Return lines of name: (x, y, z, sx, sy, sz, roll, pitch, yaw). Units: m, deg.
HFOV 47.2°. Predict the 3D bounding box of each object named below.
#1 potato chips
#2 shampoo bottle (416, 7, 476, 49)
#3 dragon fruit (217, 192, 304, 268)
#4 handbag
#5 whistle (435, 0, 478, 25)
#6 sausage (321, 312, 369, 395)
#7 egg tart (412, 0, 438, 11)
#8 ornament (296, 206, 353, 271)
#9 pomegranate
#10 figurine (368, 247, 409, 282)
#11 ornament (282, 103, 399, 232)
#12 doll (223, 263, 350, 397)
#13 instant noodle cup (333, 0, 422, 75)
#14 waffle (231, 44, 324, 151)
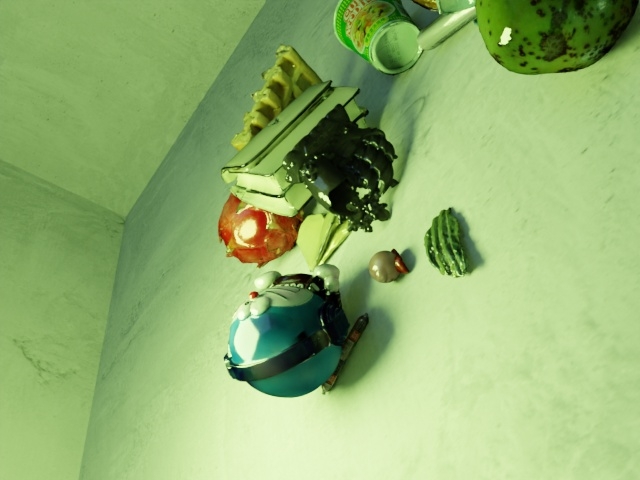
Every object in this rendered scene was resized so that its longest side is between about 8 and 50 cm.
potato chips: (0.238, 0.014, 1.395, 0.092, 0.028, 0.207, -50, 25, 28)
shampoo bottle: (0.325, -0.527, 1.717, 0.086, 0.056, 0.227, -41, 8, -37)
dragon fruit: (-0.158, -0.053, 2.004, 0.252, 0.241, 0.240, -19, 46, 34)
handbag: (-0.059, -0.244, 1.870, 0.237, 0.160, 0.358, 15, 54, 49)
whistle: (0.368, -0.556, 1.551, 0.269, 0.180, 0.093, -21, 37, 5)
sausage: (0.051, 0.238, 1.538, 0.028, 0.025, 0.198, 29, 93, 23)
egg tart: (0.296, -0.682, 1.792, 0.215, 0.215, 0.170, -15, 37, 58)
ornament: (0.000, 0.000, 1.847, 0.201, 0.059, 0.180, -24, 46, 58)
pomegranate: (0.400, -0.422, 1.288, 0.284, 0.285, 0.340, -60, -2, 6)
figurine: (0.134, 0.052, 1.512, 0.071, 0.067, 0.083, -35, 14, 10)
ornament: (0.075, -0.158, 1.679, 0.251, 0.260, 0.106, -50, -16, -20)
doll: (-0.063, 0.188, 1.526, 0.284, 0.240, 0.310, -23, 10, 20)
instant noodle cup: (0.166, -0.549, 1.931, 0.207, 0.207, 0.232, -53, 35, 20)
waffle: (-0.083, -0.339, 2.082, 0.078, 0.304, 0.348, 10, 72, 39)
